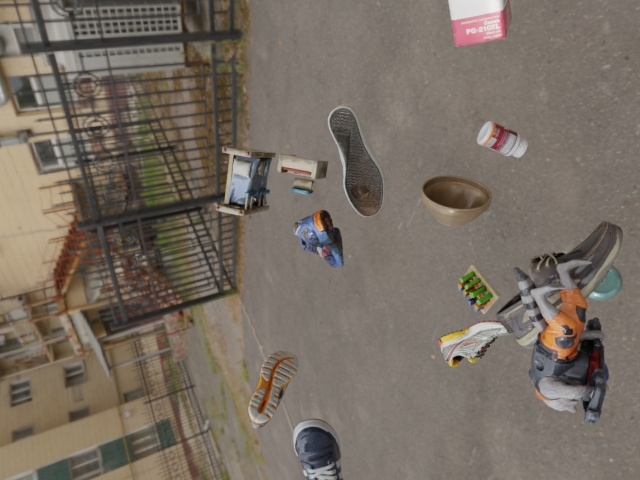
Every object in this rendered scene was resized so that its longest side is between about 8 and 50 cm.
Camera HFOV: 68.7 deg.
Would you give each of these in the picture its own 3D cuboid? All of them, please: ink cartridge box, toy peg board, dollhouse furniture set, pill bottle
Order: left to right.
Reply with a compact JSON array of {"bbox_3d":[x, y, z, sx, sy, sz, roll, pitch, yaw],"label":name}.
[{"bbox_3d":[-0.098,-0.113,0.956,0.183,0.129,0.130,12,103,16],"label":"dollhouse furniture set"},{"bbox_3d":[0.602,0.206,1.850,0.161,0.079,0.161,58,161,27],"label":"toy peg board"},{"bbox_3d":[0.298,-0.519,0.870,0.100,0.172,0.237,3,136,30],"label":"ink cartridge box"},{"bbox_3d":[0.624,-0.342,1.604,0.086,0.151,0.086,-159,90,-82],"label":"pill bottle"}]

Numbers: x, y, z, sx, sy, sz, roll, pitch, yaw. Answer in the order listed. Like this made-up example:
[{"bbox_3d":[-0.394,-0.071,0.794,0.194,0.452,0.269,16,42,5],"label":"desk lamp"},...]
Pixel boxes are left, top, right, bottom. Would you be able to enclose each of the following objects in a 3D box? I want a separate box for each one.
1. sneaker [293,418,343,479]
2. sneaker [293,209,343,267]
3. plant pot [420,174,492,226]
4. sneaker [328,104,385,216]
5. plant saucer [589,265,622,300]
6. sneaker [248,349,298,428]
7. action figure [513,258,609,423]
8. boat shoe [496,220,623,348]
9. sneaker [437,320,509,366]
[{"bbox_3d":[0.009,0.524,0.989,0.153,0.099,0.283,-102,0,-65],"label":"sneaker"},{"bbox_3d":[0.000,0.000,1.102,0.221,0.087,0.083,59,-154,-55],"label":"sneaker"},{"bbox_3d":[0.459,-0.124,1.615,0.237,0.237,0.110,48,146,46],"label":"plant pot"},{"bbox_3d":[0.103,-0.209,1.203,0.123,0.105,0.290,-67,-37,-65],"label":"sneaker"},{"bbox_3d":[0.833,0.118,1.394,0.120,0.119,0.021,66,-168,20],"label":"plant saucer"},{"bbox_3d":[-0.122,0.361,1.150,0.084,0.215,0.083,25,133,8],"label":"sneaker"},{"bbox_3d":[0.522,0.209,1.017,0.178,0.341,0.331,1,104,30],"label":"action figure"},{"bbox_3d":[0.550,0.094,1.100,0.130,0.132,0.356,37,109,13],"label":"boat shoe"},{"bbox_3d":[0.432,0.281,1.274,0.225,0.088,0.093,-36,52,38],"label":"sneaker"}]
